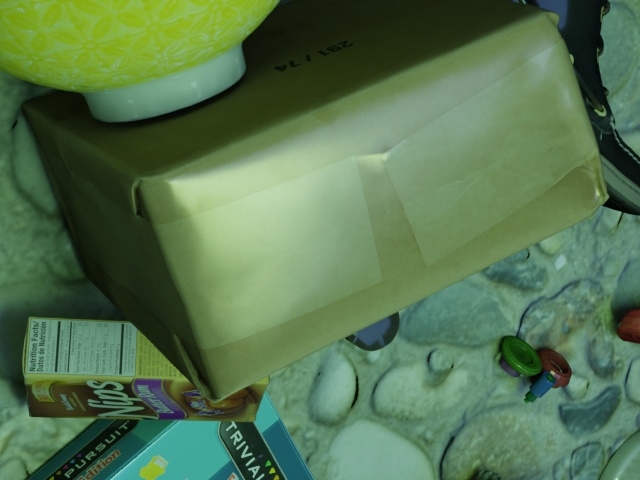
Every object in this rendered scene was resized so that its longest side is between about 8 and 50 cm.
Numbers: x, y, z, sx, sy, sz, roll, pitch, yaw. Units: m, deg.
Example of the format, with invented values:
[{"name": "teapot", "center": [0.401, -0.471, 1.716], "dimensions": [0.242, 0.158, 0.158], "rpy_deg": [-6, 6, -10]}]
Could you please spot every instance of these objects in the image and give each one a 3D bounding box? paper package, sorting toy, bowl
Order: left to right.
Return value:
[{"name": "bowl", "center": [-0.127, -0.174, 0.928], "dimensions": [0.289, 0.289, 0.156], "rpy_deg": [-29, 116, -28]}, {"name": "paper package", "center": [-0.016, -0.062, 1.015], "dimensions": [0.324, 0.309, 0.168], "rpy_deg": [-25, 115, -18]}, {"name": "sorting toy", "center": [0.226, 0.143, 1.455], "dimensions": [0.102, 0.061, 0.042], "rpy_deg": [18, 126, -32]}]

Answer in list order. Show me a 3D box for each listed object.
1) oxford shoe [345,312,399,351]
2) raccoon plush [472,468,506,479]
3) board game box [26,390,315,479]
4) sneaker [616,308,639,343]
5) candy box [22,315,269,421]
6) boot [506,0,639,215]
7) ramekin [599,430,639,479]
[{"name": "oxford shoe", "center": [0.000, 0.000, 1.228], "dimensions": [0.076, 0.076, 0.212], "rpy_deg": [-23, 101, -17]}, {"name": "raccoon plush", "center": [0.224, 0.436, 1.503], "dimensions": [0.446, 0.216, 0.299], "rpy_deg": [54, 52, -65]}, {"name": "board game box", "center": [-0.155, 0.285, 1.180], "dimensions": [0.336, 0.079, 0.254], "rpy_deg": [-40, 124, -22]}, {"name": "sneaker", "center": [0.419, 0.063, 1.567], "dimensions": [0.221, 0.087, 0.128], "rpy_deg": [11, 88, -51]}, {"name": "candy box", "center": [-0.138, 0.105, 1.071], "dimensions": [0.186, 0.109, 0.053], "rpy_deg": [3, 66, -7]}, {"name": "boot", "center": [0.251, -0.217, 1.311], "dimensions": [0.377, 0.138, 0.284], "rpy_deg": [34, 82, -30]}, {"name": "ramekin", "center": [0.429, 0.333, 1.623], "dimensions": [0.207, 0.109, 0.207], "rpy_deg": [-11, 109, -35]}]
